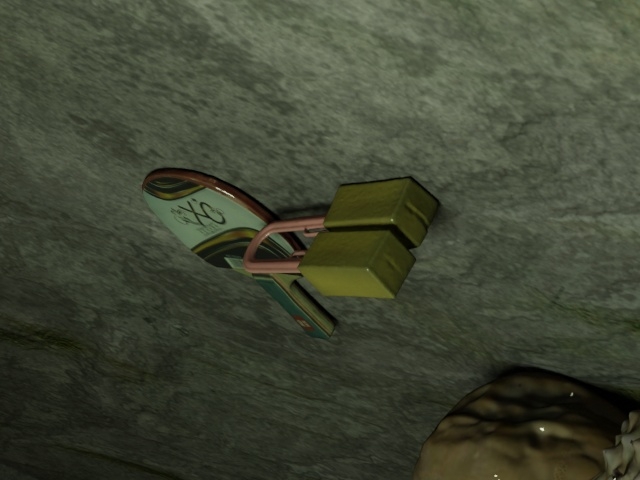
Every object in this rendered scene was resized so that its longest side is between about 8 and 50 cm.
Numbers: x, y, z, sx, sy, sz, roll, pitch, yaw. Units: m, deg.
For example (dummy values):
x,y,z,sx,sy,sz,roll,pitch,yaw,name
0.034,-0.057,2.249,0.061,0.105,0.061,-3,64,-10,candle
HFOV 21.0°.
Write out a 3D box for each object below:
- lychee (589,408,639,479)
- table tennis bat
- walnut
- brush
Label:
x,y,z,sx,sy,sz,roll,pitch,yaw,name
0.404,0.255,1.413,0.380,0.380,0.432,16,134,22,lychee
-0.075,0.015,1.824,0.173,0.022,0.301,6,149,40,table tennis bat
0.230,0.262,1.785,0.273,0.227,0.273,16,155,8,walnut
0.000,0.000,1.606,0.233,0.103,0.047,-2,143,50,brush
